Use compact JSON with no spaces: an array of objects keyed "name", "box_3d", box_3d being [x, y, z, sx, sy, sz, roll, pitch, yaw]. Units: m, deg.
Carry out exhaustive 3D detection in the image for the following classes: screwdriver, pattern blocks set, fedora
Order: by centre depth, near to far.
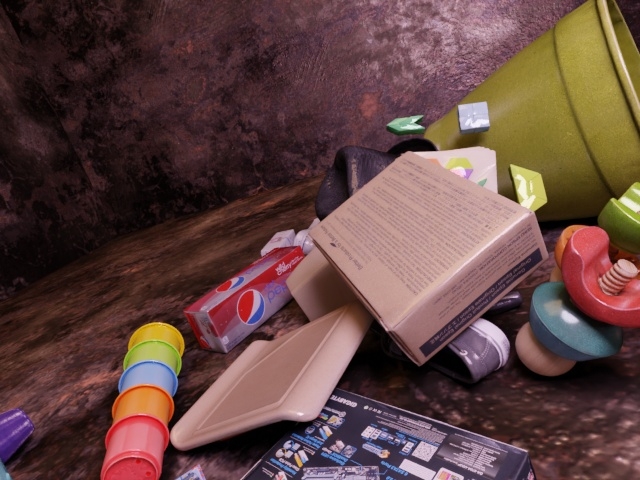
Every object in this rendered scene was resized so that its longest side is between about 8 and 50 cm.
[{"name":"screwdriver","box_3d":[0.198,0.108,0.608,0.170,0.025,0.024,-25,15,16]},{"name":"pattern blocks set","box_3d":[0.194,-0.058,0.663,0.285,0.325,0.026,-14,-17,7]},{"name":"fedora","box_3d":[0.084,-0.079,0.825,0.152,0.334,0.334,21,5,-18]}]

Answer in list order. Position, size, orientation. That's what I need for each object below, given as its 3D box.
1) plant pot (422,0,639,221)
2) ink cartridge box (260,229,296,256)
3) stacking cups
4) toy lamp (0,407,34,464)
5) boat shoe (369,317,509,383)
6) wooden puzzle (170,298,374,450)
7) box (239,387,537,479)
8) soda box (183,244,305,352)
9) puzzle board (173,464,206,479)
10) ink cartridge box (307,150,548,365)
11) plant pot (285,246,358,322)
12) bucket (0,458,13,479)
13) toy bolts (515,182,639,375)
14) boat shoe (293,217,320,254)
[{"name":"plant pot","box_3d":[0.397,-0.182,0.797,0.353,0.366,0.366,-21,11,43]},{"name":"ink cartridge box","box_3d":[-0.090,0.038,1.036,0.052,0.089,0.122,-11,18,18]},{"name":"stacking cups","box_3d":[-0.258,0.230,0.623,0.096,0.096,0.316,-22,19,-7]},{"name":"toy lamp","box_3d":[-0.546,0.346,0.594,0.080,0.080,0.274,-7,22,37]},{"name":"boat shoe","box_3d":[0.118,0.123,0.549,0.076,0.080,0.228,-28,25,-31]},{"name":"wooden puzzle","box_3d":[-0.053,0.175,0.561,0.238,0.044,0.221,-27,10,34]},{"name":"box","box_3d":[0.037,0.219,0.359,0.220,0.051,0.175,-2,24,47]},{"name":"soda box","box_3d":[-0.132,0.106,0.856,0.083,0.092,0.263,-7,21,42]},{"name":"puzzle board","box_3d":[-0.171,0.293,0.437,0.128,0.011,0.096,-28,18,-24]},{"name":"ink cartridge box","box_3d":[0.117,0.005,0.541,0.193,0.088,0.235,-40,36,0]},{"name":"plant pot","box_3d":[0.000,0.085,0.767,0.096,0.109,0.109,-35,18,-4]},{"name":"bucket","box_3d":[-0.328,0.297,0.297,0.281,0.183,0.281,-20,17,6]},{"name":"toy bolts","box_3d":[0.317,0.074,0.449,0.228,0.158,0.218,-18,53,-32]},{"name":"boat shoe","box_3d":[0.000,0.000,1.106,0.075,0.083,0.226,17,21,12]}]
